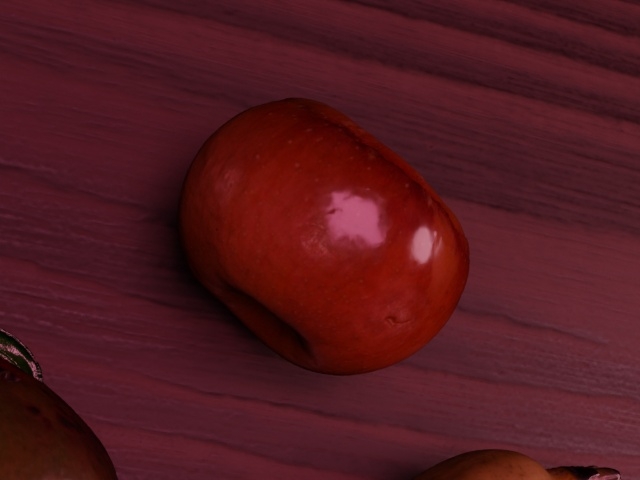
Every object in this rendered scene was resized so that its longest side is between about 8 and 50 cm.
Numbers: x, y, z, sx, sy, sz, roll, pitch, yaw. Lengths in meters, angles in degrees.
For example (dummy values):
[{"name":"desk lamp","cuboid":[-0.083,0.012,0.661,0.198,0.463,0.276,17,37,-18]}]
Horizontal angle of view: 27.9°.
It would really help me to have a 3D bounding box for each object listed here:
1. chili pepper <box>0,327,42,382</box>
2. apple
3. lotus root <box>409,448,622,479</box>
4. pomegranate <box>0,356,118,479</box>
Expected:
[{"name":"chili pepper","cuboid":[-0.283,0.117,1.161,0.055,0.035,0.118,-34,101,-13]},{"name":"apple","cuboid":[0.000,0.000,1.186,0.206,0.251,0.272,-49,115,-9]},{"name":"lotus root","cuboid":[0.162,0.288,1.226,0.310,0.183,0.182,-27,89,-28]},{"name":"pomegranate","cuboid":[-0.324,0.229,0.994,0.323,0.291,0.291,-45,97,0]}]
